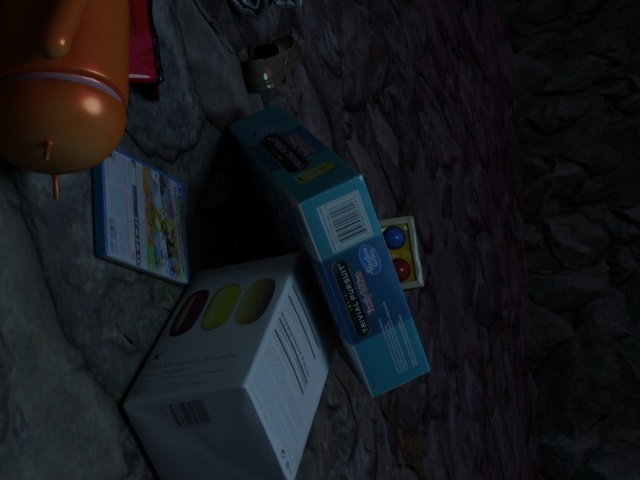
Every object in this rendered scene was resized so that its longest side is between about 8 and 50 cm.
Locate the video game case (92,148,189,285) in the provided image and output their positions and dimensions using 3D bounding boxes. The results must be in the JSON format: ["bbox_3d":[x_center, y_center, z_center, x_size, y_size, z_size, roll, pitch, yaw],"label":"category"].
[{"bbox_3d":[-0.187,-0.025,1.176,0.166,0.015,0.119,29,53,-64],"label":"video game case"}]

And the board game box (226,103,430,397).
[{"bbox_3d":[0.000,0.000,1.341,0.253,0.079,0.336,69,-10,-24],"label":"board game box"}]

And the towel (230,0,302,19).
[{"bbox_3d":[-0.091,-0.474,1.517,0.235,0.121,0.283,-69,144,-52],"label":"towel"}]

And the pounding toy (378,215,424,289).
[{"bbox_3d":[0.080,0.037,1.706,0.100,0.141,0.130,136,-54,-80],"label":"pounding toy"}]

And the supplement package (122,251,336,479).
[{"bbox_3d":[-0.086,0.139,1.184,0.244,0.139,0.133,-70,144,-57],"label":"supplement package"}]

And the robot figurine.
[{"bbox_3d":[-0.229,-0.152,0.967,0.128,0.158,0.219,21,60,-48],"label":"robot figurine"}]

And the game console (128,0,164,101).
[{"bbox_3d":[-0.217,-0.228,1.202,0.124,0.085,0.144,-4,82,-38],"label":"game console"}]

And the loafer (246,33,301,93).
[{"bbox_3d":[-0.065,-0.255,1.555,0.148,0.056,0.050,-71,150,-54],"label":"loafer"}]
